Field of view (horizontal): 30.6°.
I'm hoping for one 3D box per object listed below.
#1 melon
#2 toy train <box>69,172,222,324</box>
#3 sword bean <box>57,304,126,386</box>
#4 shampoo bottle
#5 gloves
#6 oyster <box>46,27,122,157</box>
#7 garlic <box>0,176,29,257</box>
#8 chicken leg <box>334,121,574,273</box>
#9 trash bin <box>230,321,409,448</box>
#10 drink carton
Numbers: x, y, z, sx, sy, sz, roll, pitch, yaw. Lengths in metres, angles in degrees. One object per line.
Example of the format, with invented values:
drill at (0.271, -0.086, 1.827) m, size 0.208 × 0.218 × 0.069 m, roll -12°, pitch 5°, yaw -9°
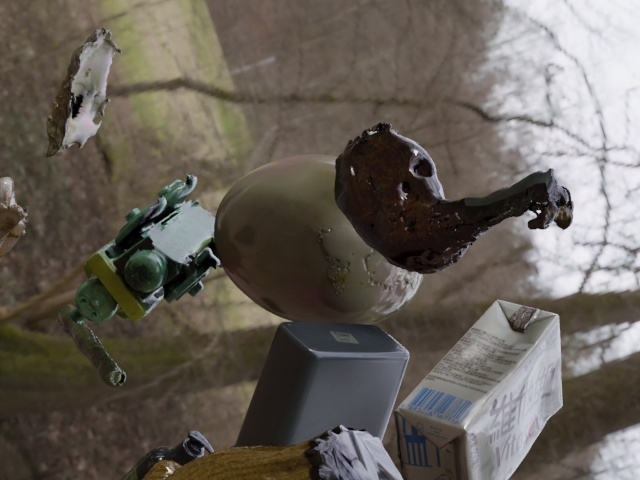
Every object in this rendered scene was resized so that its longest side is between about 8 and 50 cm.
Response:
melon at (0.000, 0.000, 1.523) m, size 0.317 × 0.223 × 0.223 m, roll 15°, pitch -47°, yaw 42°
toy train at (-0.255, 0.035, 1.702) m, size 0.150 × 0.237 × 0.369 m, roll 53°, pitch 12°, yaw -4°
sword bean at (-0.351, 0.156, 1.769) m, size 0.043 × 0.038 × 0.269 m, roll 55°, pitch -11°, yaw -32°
shampoo bottle at (-0.288, 0.425, 2.003) m, size 0.101 × 0.284 × 0.101 m, roll 37°, pitch 22°, yaw -18°
gloves at (-0.102, 0.248, 0.911) m, size 0.203 × 0.356 × 0.155 m, roll 5°, pitch 70°, yaw -67°
oyster at (-0.387, -0.243, 1.881) m, size 0.133 × 0.072 × 0.209 m, roll -42°, pitch 148°, yaw -62°
garlic at (-0.416, -0.031, 1.515) m, size 0.094 × 0.074 × 0.113 m, roll -99°, pitch -149°, yaw -71°
chicken leg at (0.083, -0.027, 0.867) m, size 0.051 × 0.106 × 0.253 m, roll 22°, pitch 0°, yaw -36°
trash bin at (-0.005, 0.218, 1.398) m, size 0.101 × 0.176 × 0.236 m, roll 39°, pitch -64°, yaw 50°
drink carton at (0.260, 0.266, 1.851) m, size 0.132 × 0.324 × 0.194 m, roll 14°, pitch -52°, yaw 33°
